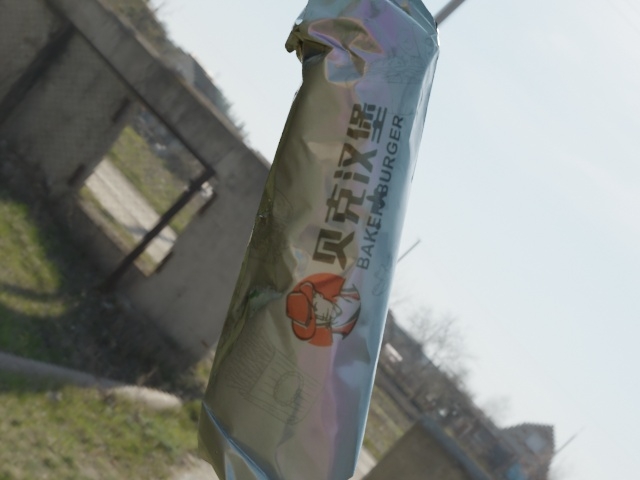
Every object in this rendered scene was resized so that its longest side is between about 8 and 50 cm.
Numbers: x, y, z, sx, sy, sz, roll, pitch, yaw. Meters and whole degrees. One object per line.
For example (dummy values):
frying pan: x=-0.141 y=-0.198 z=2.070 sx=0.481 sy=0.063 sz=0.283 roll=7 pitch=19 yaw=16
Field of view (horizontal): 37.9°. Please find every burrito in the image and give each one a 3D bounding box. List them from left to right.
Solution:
burrito: x=0.000 y=0.000 z=0.344 sx=0.064 sy=0.203 sz=0.064 roll=12 pitch=-2 yaw=0
